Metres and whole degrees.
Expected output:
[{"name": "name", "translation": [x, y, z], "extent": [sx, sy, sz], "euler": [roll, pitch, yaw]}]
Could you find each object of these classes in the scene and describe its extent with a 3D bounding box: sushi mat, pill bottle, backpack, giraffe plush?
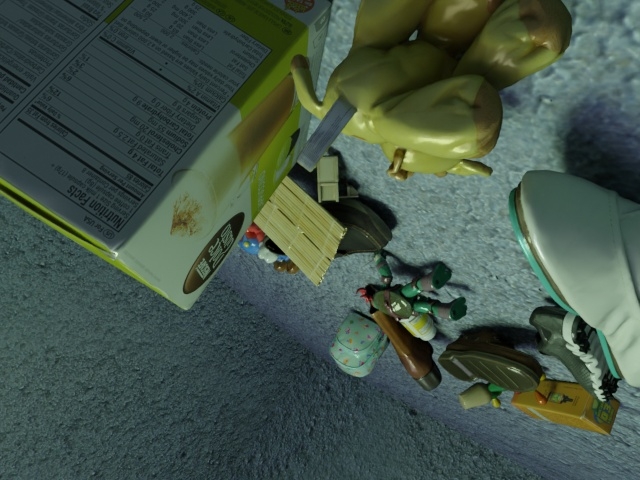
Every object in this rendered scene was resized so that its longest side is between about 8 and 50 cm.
[{"name": "sushi mat", "translation": [-0.085, -0.068, 0.820], "extent": [0.316, 0.019, 0.152], "euler": [44, 133, 19]}, {"name": "pill bottle", "translation": [0.239, 0.200, 1.111], "extent": [0.065, 0.065, 0.116], "euler": [9, 150, 52]}, {"name": "backpack", "translation": [0.124, 0.348, 1.498], "extent": [0.165, 0.189, 0.144], "euler": [24, 160, 30]}, {"name": "giraffe plush", "translation": [0.095, -0.119, 0.399], "extent": [0.170, 0.210, 0.182], "euler": [18, -142, -60]}]

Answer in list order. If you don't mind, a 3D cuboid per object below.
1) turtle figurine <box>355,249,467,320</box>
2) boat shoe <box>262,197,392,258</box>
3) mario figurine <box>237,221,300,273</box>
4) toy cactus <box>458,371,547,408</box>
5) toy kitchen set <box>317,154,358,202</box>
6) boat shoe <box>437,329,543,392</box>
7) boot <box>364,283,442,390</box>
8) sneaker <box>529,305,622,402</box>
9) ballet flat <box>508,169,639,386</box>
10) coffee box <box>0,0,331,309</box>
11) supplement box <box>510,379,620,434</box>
[{"name": "turtle figurine", "translation": [0.175, 0.110, 0.924], "extent": [0.175, 0.118, 0.234], "euler": [42, 155, -24]}, {"name": "boat shoe", "translation": [0.000, 0.000, 0.899], "extent": [0.132, 0.130, 0.355], "euler": [42, 161, -26]}, {"name": "mario figurine", "translation": [-0.210, 0.007, 1.208], "extent": [0.320, 0.170, 0.198], "euler": [33, 129, -23]}, {"name": "toy cactus", "translation": [0.407, 0.345, 1.029], "extent": [0.219, 0.180, 0.112], "euler": [92, 156, -71]}, {"name": "toy kitchen set", "translation": [0.028, -0.109, 0.747], "extent": [0.068, 0.075, 0.083], "euler": [-3, -161, -1]}, {"name": "boat shoe", "translation": [0.358, 0.239, 0.954], "extent": [0.110, 0.104, 0.307], "euler": [45, 163, -5]}, {"name": "boot", "translation": [0.195, 0.238, 1.214], "extent": [0.280, 0.096, 0.264], "euler": [51, -166, -13]}, {"name": "sneaker", "translation": [0.416, 0.179, 0.739], "extent": [0.234, 0.078, 0.106], "euler": [48, 160, -29]}, {"name": "ballet flat", "translation": [0.338, 0.045, 0.477], "extent": [0.400, 0.139, 0.139], "euler": [41, 162, -34]}, {"name": "coffee box", "translation": [-0.232, -0.154, 0.567], "extent": [0.338, 0.335, 0.338], "euler": [33, 163, 4]}, {"name": "supplement box", "translation": [0.536, 0.364, 1.002], "extent": [0.080, 0.078, 0.233], "euler": [34, 163, -2]}]
